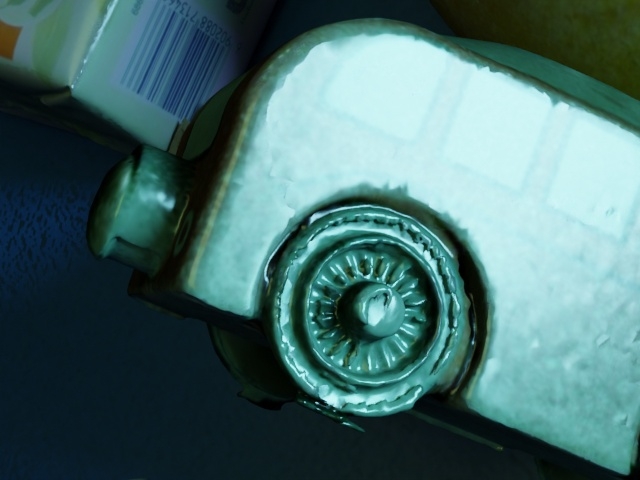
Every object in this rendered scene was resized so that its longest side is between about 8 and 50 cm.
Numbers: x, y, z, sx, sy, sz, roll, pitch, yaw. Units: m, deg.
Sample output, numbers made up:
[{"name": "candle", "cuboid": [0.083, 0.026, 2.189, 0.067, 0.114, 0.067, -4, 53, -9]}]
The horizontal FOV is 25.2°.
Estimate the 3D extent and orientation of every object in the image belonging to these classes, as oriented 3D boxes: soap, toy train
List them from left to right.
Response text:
[{"name": "soap", "cuboid": [-0.127, -0.163, 0.793, 0.182, 0.138, 0.199, 21, 86, 31]}, {"name": "toy train", "cuboid": [0.076, 0.020, 0.553, 0.326, 0.129, 0.159, 23, 78, -13]}]

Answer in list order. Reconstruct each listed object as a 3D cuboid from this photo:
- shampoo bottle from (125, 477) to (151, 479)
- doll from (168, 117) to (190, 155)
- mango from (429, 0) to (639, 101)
[{"name": "shampoo bottle", "cuboid": [-0.009, 0.162, 0.679, 0.204, 0.065, 0.065, 17, 83, 29]}, {"name": "doll", "cuboid": [-0.006, 0.004, 0.696, 0.221, 0.115, 0.105, 25, 53, 31]}, {"name": "mango", "cuboid": [0.137, -0.171, 0.629, 0.221, 0.199, 0.384, -43, 62, 10]}]
